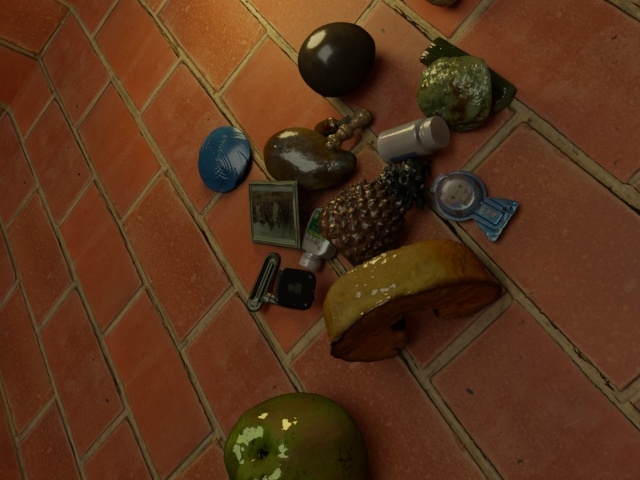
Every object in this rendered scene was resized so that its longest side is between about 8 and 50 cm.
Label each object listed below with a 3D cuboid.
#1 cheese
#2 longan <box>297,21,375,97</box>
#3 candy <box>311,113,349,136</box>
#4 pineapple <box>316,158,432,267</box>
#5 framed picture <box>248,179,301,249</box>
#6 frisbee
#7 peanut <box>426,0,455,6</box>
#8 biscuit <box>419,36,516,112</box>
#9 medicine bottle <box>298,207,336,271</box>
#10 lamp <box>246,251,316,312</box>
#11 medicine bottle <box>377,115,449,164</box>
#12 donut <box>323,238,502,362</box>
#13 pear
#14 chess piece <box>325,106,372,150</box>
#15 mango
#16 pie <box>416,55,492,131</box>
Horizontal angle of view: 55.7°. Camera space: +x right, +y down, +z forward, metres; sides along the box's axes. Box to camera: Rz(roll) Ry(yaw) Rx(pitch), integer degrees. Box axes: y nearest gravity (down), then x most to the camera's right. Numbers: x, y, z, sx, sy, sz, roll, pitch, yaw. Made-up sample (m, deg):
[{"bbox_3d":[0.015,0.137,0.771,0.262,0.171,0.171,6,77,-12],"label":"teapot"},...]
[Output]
[{"bbox_3d":[0.389,-0.102,1.584,0.244,0.052,0.135,38,101,37],"label":"cheese"},{"bbox_3d":[0.051,-0.556,1.858,0.245,0.215,0.246,-5,60,8],"label":"longan"},{"bbox_3d":[0.027,-0.358,1.922,0.182,0.046,0.053,-15,73,38],"label":"candy"},{"bbox_3d":[0.175,-0.098,1.658,0.357,0.223,0.223,-41,57,8],"label":"pineapple"},{"bbox_3d":[-0.151,-0.084,1.916,0.274,0.017,0.217,5,101,51],"label":"framed picture"},{"bbox_3d":[-0.351,-0.291,2.157,0.242,0.045,0.242,-2,87,30],"label":"frisbee"},{"bbox_3d":[0.323,-0.774,1.763,0.129,0.129,0.224,-47,58,17],"label":"peanut"},{"bbox_3d":[0.401,-0.462,1.681,0.099,0.038,0.322,-49,55,12],"label":"biscuit"},{"bbox_3d":[0.000,0.000,1.832,0.119,0.069,0.183,28,96,41],"label":"medicine bottle"},{"bbox_3d":[-0.108,0.121,1.846,0.283,0.124,0.203,-21,56,62],"label":"lamp"},{"bbox_3d":[0.256,-0.277,1.677,0.186,0.102,0.103,-11,71,45],"label":"medicine bottle"},{"bbox_3d":[0.194,0.135,1.473,0.435,0.377,0.164,-32,61,20],"label":"donut"},{"bbox_3d":[-0.066,0.569,1.546,0.391,0.391,0.391,-10,72,34],"label":"pear"},{"bbox_3d":[0.080,-0.329,1.818,0.172,0.060,0.060,-43,50,-20],"label":"chess piece"},{"bbox_3d":[-0.037,-0.248,1.885,0.316,0.146,0.193,16,89,22],"label":"mango"},{"bbox_3d":[0.358,-0.393,1.632,0.248,0.090,0.201,18,114,50],"label":"pie"}]
